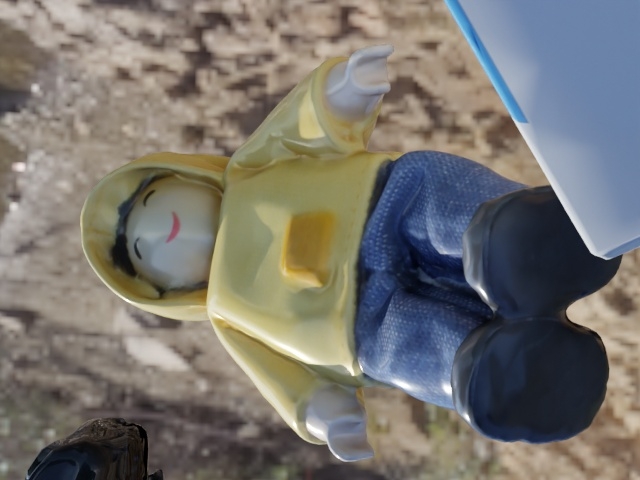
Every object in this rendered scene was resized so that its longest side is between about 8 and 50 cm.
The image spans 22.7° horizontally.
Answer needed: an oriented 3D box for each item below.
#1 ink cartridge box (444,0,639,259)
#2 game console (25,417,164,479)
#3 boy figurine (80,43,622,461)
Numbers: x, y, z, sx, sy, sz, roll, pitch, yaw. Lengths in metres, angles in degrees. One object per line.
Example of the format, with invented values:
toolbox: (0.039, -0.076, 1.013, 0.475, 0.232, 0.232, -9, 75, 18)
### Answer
ink cartridge box: (0.088, -0.110, 0.550, 0.082, 0.190, 0.139, -24, 124, 18)
game console: (-0.111, 0.229, 0.471, 0.044, 0.361, 0.213, 14, -160, -19)
boy figurine: (0.000, 0.000, 0.699, 0.092, 0.177, 0.285, 0, -170, -42)
